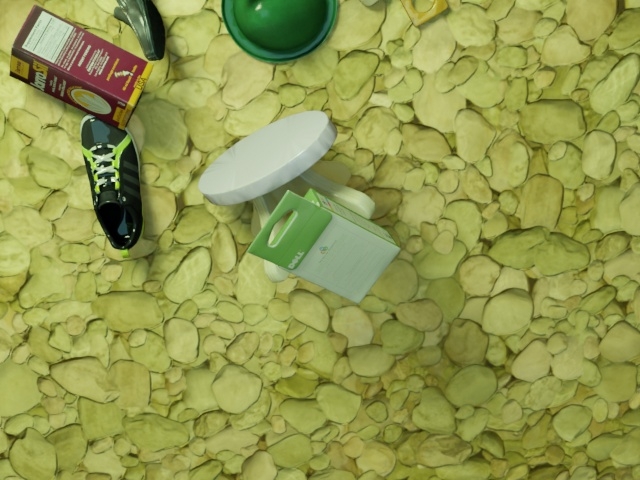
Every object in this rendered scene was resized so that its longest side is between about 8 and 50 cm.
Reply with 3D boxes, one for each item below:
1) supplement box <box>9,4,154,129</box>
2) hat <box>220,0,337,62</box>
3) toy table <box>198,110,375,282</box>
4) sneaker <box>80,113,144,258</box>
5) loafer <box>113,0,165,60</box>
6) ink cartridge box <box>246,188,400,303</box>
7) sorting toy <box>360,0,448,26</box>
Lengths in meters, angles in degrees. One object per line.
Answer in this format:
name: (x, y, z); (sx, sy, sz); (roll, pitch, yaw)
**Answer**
supplement box: (-0.358, -0.255, 1.230); (0.188, 0.104, 0.080); (25, 68, -14)
hat: (-0.067, -0.338, 1.208); (0.209, 0.183, 0.172); (-10, 109, -4)
toy table: (-0.050, -0.077, 1.277); (0.161, 0.274, 0.252); (51, 62, -26)
sneaker: (-0.323, -0.088, 1.304); (0.084, 0.097, 0.234); (-13, 109, -3)
loafer: (-0.280, -0.344, 1.234); (0.061, 0.062, 0.170); (-19, 82, 12)
ink cartridge box: (0.000, 0.000, 1.176); (0.209, 0.062, 0.109); (26, 109, -31)
sorting toy: (0.089, -0.486, 1.252); (0.196, 0.047, 0.348); (-43, 108, 7)
